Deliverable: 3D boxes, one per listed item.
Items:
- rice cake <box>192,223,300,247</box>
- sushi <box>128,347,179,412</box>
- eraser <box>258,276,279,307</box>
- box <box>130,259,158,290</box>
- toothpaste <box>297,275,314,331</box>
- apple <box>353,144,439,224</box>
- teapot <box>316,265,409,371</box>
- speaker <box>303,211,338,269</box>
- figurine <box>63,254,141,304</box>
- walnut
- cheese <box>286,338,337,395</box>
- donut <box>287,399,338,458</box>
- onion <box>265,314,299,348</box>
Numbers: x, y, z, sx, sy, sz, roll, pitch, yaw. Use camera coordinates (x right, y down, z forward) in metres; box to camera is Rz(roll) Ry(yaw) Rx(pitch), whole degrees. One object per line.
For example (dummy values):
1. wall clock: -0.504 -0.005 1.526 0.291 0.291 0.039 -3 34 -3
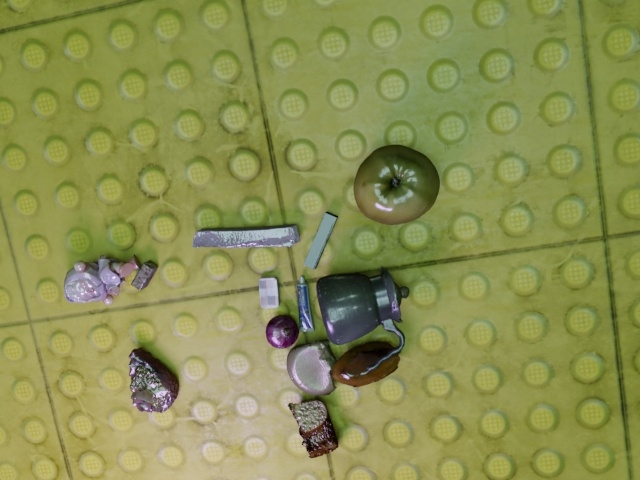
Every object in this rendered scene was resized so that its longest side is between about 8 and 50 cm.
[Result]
1. rice cake: -0.247 -0.011 1.957 0.365 0.056 0.072 -3 105 8
2. sushi: -0.585 0.496 2.066 0.161 0.107 0.241 2 100 3
3. eraser: -0.174 0.177 1.995 0.065 0.026 0.105 -3 100 11
4. box: -0.606 0.120 2.023 0.045 0.062 0.098 33 103 2
5. toothpaste: -0.054 0.215 1.984 0.057 0.035 0.197 -1 101 24
6. apple: 0.229 -0.171 1.783 0.262 0.262 0.262 1 100 7
7. teapot: 0.152 0.224 1.844 0.285 0.305 0.223 -16 141 3
8. speaker: 0.000 0.000 1.936 0.046 0.040 0.191 24 102 5
9. figurine: -0.755 0.126 2.011 0.276 0.133 0.200 -20 125 7
10. walnut: 0.152 0.405 1.936 0.245 0.137 0.137 -25 96 -2
11. cheese: -0.021 0.436 1.989 0.175 0.091 0.202 -21 98 10
12. donut: -0.020 0.640 2.017 0.126 0.144 0.186 -18 66 4
13. onion: -0.131 0.310 1.984 0.115 0.115 0.104 55 146 -4
